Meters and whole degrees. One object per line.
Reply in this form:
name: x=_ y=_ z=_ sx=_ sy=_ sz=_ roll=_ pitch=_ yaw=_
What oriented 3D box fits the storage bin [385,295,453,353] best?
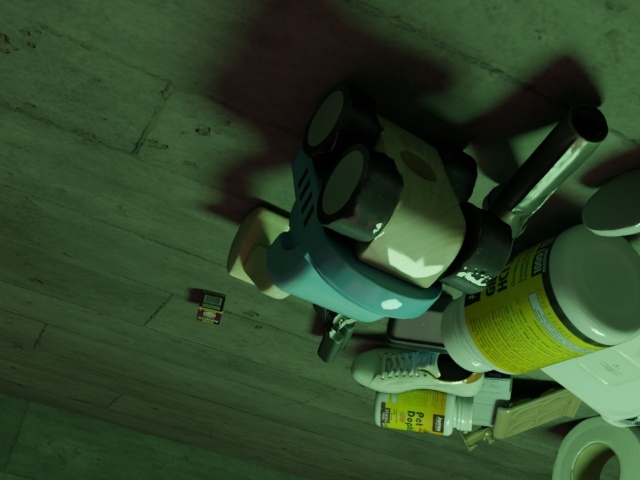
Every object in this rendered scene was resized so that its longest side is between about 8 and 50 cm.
storage bin: x=0.201 y=0.149 z=1.498 sx=0.135 sy=0.098 sz=0.091 roll=9 pitch=124 yaw=5

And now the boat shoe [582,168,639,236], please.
boat shoe: x=0.480 y=-0.057 z=1.003 sx=0.088 sy=0.096 sz=0.268 roll=35 pitch=136 yaw=-30

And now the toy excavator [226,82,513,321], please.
toy excavator: x=0.000 y=0.000 z=1.101 sx=0.222 sy=0.432 sz=0.445 roll=25 pitch=121 yaw=-25

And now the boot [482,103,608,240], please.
boot: x=0.286 y=-0.092 z=0.999 sx=0.076 sy=0.189 sz=0.208 roll=28 pitch=124 yaw=3

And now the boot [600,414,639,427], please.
boot: x=0.749 y=0.389 z=1.770 sx=0.190 sy=0.069 sz=0.086 roll=6 pitch=146 yaw=-8

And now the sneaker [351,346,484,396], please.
sneaker: x=0.206 y=0.265 z=1.660 sx=0.290 sy=0.105 sz=0.123 roll=1 pitch=148 yaw=11

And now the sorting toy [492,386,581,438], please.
sorting toy: x=0.518 y=0.407 z=1.845 sx=0.208 sy=0.038 sz=0.193 roll=-15 pitch=146 yaw=-2

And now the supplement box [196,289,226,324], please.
supplement box: x=-0.241 y=0.148 z=1.694 sx=0.055 sy=0.043 sz=0.083 roll=13 pitch=153 yaw=-6

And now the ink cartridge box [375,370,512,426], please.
ink cartridge box: x=0.294 y=0.355 z=1.860 sx=0.324 sy=0.071 sz=0.330 roll=4 pitch=148 yaw=13

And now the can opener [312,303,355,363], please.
can opener: x=0.030 y=0.181 z=1.649 sx=0.093 sy=0.074 sz=0.280 roll=41 pitch=156 yaw=18

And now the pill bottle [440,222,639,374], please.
pill bottle: x=0.350 y=0.112 z=1.256 sx=0.188 sy=0.187 sz=0.334 roll=22 pitch=150 yaw=-20

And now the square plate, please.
square plate: x=0.541 y=0.218 z=1.429 sx=0.347 sy=0.049 sz=0.344 roll=36 pitch=146 yaw=-9

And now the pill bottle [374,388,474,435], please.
pill bottle: x=0.234 y=0.372 z=1.727 sx=0.215 sy=0.117 sz=0.117 roll=5 pitch=152 yaw=13

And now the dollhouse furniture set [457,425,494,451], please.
dollhouse furniture set: x=0.430 y=0.471 z=2.069 sx=0.151 sy=0.123 sz=0.144 roll=-29 pitch=146 yaw=0

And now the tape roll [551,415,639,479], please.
tape roll: x=0.713 y=0.585 z=1.905 sx=0.100 sy=0.286 sz=0.286 roll=24 pitch=150 yaw=-24
